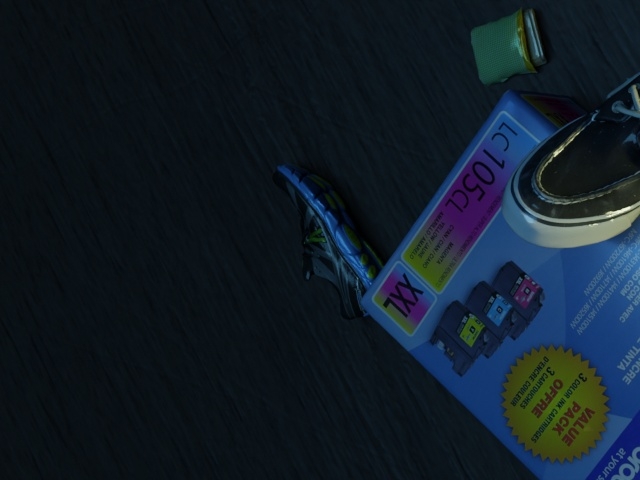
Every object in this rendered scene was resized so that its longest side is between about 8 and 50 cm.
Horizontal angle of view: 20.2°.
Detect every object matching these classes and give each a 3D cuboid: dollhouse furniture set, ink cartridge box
[{"bbox_3d":[0.163,-0.230,1.746,0.076,0.058,0.152,-17,84,33],"label":"dollhouse furniture set"},{"bbox_3d":[0.268,0.083,1.649,0.395,0.151,0.270,43,114,22],"label":"ink cartridge box"}]

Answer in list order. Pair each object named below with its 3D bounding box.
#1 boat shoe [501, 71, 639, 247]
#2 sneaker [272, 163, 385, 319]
[{"bbox_3d":[0.285,-0.097,1.537,0.108,0.301,0.102,54,158,27],"label":"boat shoe"},{"bbox_3d":[0.000,0.000,1.862,0.078,0.067,0.188,-38,76,23],"label":"sneaker"}]
